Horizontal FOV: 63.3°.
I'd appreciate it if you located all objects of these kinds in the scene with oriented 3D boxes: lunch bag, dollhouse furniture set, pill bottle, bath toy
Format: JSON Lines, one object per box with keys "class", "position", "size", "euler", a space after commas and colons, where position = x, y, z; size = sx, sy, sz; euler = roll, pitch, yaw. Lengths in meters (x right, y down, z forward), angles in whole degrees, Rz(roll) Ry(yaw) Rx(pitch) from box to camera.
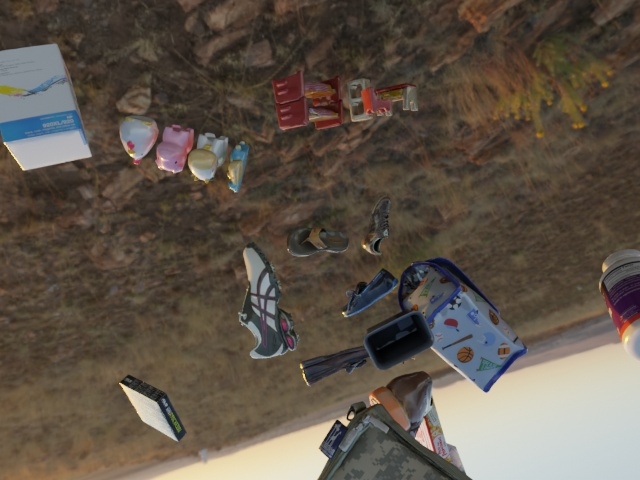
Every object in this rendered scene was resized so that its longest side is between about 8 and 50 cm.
{"class": "lunch bag", "position": [0.120, 0.401, 0.705], "size": [0.212, 0.305, 0.256], "euler": [-1, 119, -62]}
{"class": "dollhouse furniture set", "position": [0.069, -0.426, 1.512], "size": [0.373, 0.152, 0.201], "euler": [-2, -171, 36]}
{"class": "lunch bag", "position": [0.431, 0.239, 1.685], "size": [0.239, 0.328, 0.385], "euler": [-46, -168, 6]}
{"class": "pill bottle", "position": [0.900, 0.171, 1.450], "size": [0.181, 0.323, 0.182], "euler": [5, 127, 7]}
{"class": "bath toy", "position": [-0.369, -0.230, 1.376], "size": [0.347, 0.129, 0.151], "euler": [16, -160, 5]}

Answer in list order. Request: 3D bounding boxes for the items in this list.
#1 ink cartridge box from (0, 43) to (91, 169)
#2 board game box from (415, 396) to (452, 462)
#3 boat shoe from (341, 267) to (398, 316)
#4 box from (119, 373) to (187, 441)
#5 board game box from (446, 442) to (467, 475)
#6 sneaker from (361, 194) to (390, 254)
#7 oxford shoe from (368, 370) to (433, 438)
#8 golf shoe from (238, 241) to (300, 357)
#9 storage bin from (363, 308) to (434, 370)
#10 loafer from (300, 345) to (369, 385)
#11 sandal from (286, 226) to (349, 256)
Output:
{"class": "ink cartridge box", "position": [-0.683, -0.323, 1.265], "size": [0.168, 0.233, 0.171], "euler": [-16, 171, -18]}
{"class": "board game box", "position": [0.260, 0.481, 1.368], "size": [0.045, 0.194, 0.146], "euler": [-17, 180, -24]}
{"class": "boat shoe", "position": [0.164, 0.179, 1.843], "size": [0.258, 0.089, 0.109], "euler": [-39, 178, 28]}
{"class": "box", "position": [-0.513, 0.514, 1.597], "size": [0.190, 0.184, 0.045], "euler": [10, -144, 36]}
{"class": "board game box", "position": [0.369, 0.762, 1.584], "size": [0.065, 0.318, 0.318], "euler": [-38, 133, 22]}
{"class": "sneaker", "position": [0.184, -0.043, 1.554], "size": [0.066, 0.071, 0.189], "euler": [-13, 129, -41]}
{"class": "oxford shoe", "position": [0.194, 0.385, 1.169], "size": [0.132, 0.130, 0.364], "euler": [-33, 156, -12]}
{"class": "golf shoe", "position": [-0.143, 0.139, 1.208], "size": [0.120, 0.273, 0.105], "euler": [-19, 174, -10]}
{"class": "storage bin", "position": [0.161, 0.204, 1.091], "size": [0.135, 0.098, 0.091], "euler": [-27, -175, 1]}
{"class": "loafer", "position": [0.077, 0.452, 1.893], "size": [0.302, 0.095, 0.109], "euler": [-17, 166, 12]}
{"class": "sandal", "position": [0.000, 0.000, 1.556], "size": [0.219, 0.090, 0.060], "euler": [3, 160, -28]}
